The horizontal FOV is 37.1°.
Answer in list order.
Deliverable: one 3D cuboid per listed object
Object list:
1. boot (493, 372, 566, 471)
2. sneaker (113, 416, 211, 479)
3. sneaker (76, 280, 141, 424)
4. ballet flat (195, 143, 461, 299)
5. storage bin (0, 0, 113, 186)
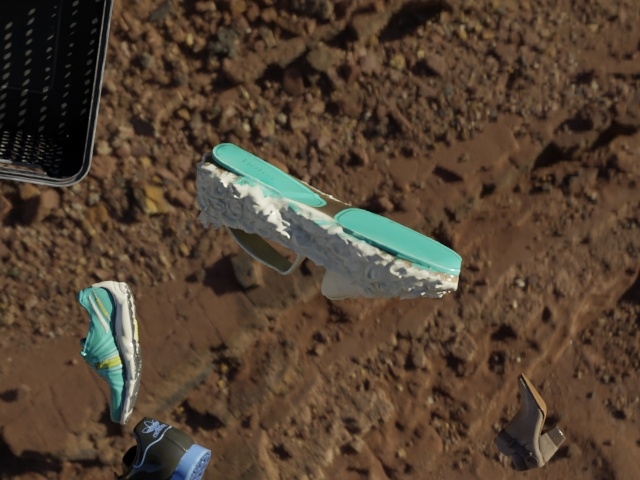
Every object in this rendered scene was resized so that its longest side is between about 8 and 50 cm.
[{"bbox_3d":[0.274,0.253,1.302,0.087,0.042,0.118,-36,72,18],"label":"boot"},{"bbox_3d":[-0.206,0.305,1.143,0.090,0.232,0.081,32,31,10],"label":"sneaker"},{"bbox_3d":[-0.394,0.210,1.782,0.110,0.107,0.275,-5,101,-3],"label":"sneaker"},{"bbox_3d":[0.000,0.000,1.311,0.409,0.147,0.147,28,70,19],"label":"ballet flat"},{"bbox_3d":[-0.214,-0.140,0.673,0.122,0.180,0.084,7,28,-15],"label":"storage bin"}]
